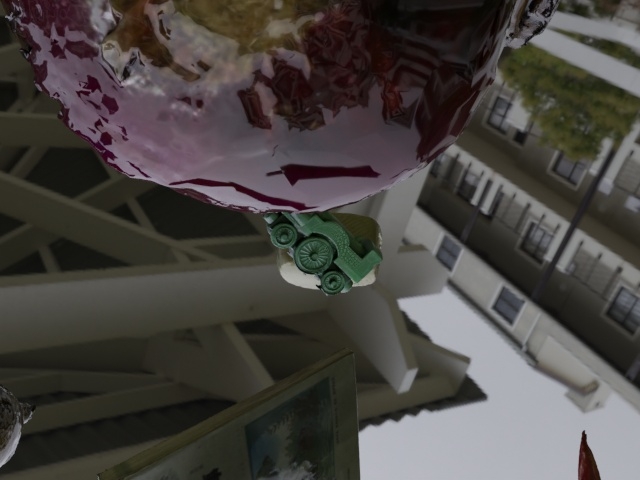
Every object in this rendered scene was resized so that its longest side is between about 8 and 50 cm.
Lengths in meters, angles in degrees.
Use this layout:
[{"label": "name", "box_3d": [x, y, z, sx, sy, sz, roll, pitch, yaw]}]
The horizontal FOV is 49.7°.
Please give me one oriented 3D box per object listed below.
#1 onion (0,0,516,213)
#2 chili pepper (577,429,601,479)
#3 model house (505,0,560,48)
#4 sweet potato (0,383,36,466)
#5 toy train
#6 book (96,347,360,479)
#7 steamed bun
[{"label": "onion", "box_3d": [-0.040, -0.205, 0.515, 0.348, 0.347, 0.385, 13, -156, -8]}, {"label": "chili pepper", "box_3d": [0.322, 0.311, 0.810, 0.027, 0.178, 0.045, -12, -179, 30]}, {"label": "model house", "box_3d": [0.116, -0.348, 0.660, 0.283, 0.296, 0.317, 15, -171, 2]}, {"label": "sweet potato", "box_3d": [-0.418, 0.197, 0.708, 0.158, 0.157, 0.369, 27, 166, 18]}, {"label": "toy train", "box_3d": [0.000, 0.000, 0.999, 0.178, 0.105, 0.071, 45, -173, -23]}, {"label": "book", "box_3d": [-0.066, 0.246, 0.678, 0.283, 0.214, 0.025, -24, -150, -36]}, {"label": "steamed bun", "box_3d": [0.023, 0.037, 1.595, 0.239, 0.152, 0.169, -2, -127, 9]}]
